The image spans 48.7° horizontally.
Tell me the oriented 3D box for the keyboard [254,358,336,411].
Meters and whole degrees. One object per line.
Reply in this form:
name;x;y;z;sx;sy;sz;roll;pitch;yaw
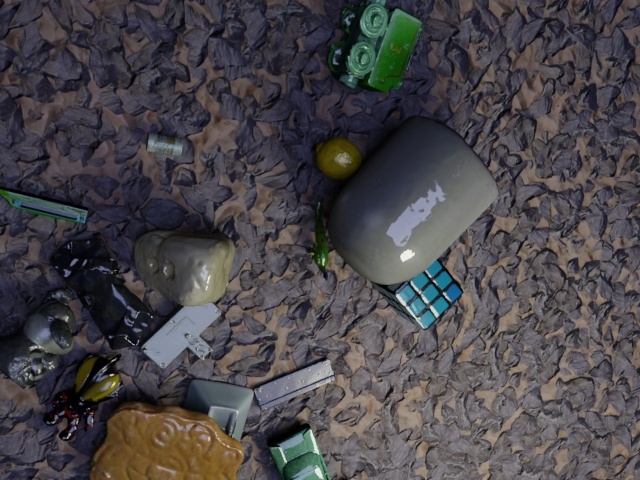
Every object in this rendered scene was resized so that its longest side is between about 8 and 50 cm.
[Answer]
keyboard;-0.071;0.401;1.981;0.231;0.023;0.072;-20;99;-13

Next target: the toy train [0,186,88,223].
toy train;-0.663;-0.081;1.682;0.209;0.044;0.042;14;98;-19

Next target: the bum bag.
bum bag;-0.532;0.129;1.749;0.137;0.074;0.310;-31;104;0

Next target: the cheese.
cheese;-0.331;0.063;1.719;0.251;0.248;0.173;9;97;-13

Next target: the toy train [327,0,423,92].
toy train;0.138;-0.496;1.812;0.188;0.132;0.243;19;95;-28

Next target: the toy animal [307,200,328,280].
toy animal;-0.006;0.006;1.907;0.041;0.075;0.216;2;72;-21

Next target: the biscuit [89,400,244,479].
biscuit;-0.396;0.597;1.836;0.385;0.062;0.365;19;108;-9

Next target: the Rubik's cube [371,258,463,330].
Rubik's cube;0.263;0.123;1.953;0.162;0.163;0.160;-45;114;-9

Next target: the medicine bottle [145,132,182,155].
medicine bottle;-0.383;-0.236;1.738;0.083;0.047;0.047;8;98;-20

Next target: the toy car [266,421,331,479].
toy car;-0.041;0.682;2.005;0.141;0.097;0.320;-23;107;-11

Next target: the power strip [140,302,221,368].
power strip;-0.342;0.249;1.842;0.216;0.061;0.145;-44;109;-4

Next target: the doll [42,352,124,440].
doll;-0.586;0.385;1.779;0.248;0.088;0.127;-47;110;0

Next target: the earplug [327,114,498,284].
earplug;0.210;-0.080;1.804;0.394;0.313;0.312;-46;110;-9

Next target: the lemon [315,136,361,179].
lemon;0.046;-0.215;1.846;0.133;0.109;0.109;34;89;-7

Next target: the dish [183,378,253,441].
dish;-0.287;0.509;1.903;0.182;0.080;0.243;14;97;-20

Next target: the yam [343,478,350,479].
yam;0.101;0.760;2.092;0.054;0.054;0.132;-41;111;-6

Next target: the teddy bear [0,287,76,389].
teddy bear;-0.661;0.251;1.691;0.251;0.171;0.144;-40;130;-13
